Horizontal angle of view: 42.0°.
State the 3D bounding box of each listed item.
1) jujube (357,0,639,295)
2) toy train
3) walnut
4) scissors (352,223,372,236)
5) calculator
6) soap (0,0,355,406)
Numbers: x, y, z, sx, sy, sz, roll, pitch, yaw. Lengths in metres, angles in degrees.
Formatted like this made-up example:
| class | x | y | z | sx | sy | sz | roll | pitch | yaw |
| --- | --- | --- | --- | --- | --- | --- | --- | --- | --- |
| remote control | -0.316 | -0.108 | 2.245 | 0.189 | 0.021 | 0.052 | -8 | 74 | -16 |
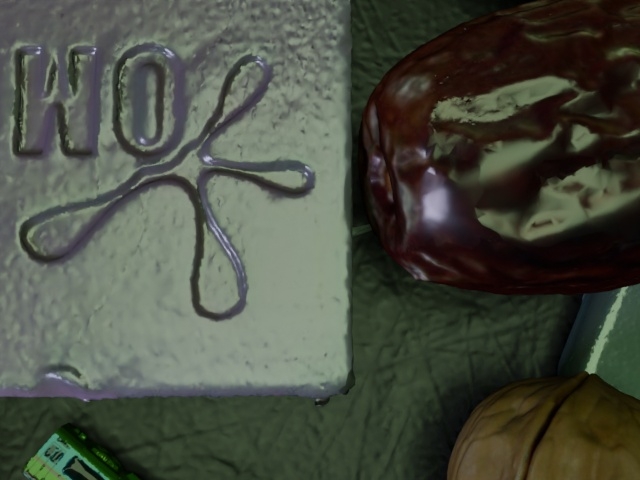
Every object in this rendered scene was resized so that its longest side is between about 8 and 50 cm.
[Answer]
| class | x | y | z | sx | sy | sz | roll | pitch | yaw |
| --- | --- | --- | --- | --- | --- | --- | --- | --- | --- |
| jujube | 0.151 | -0.057 | 0.510 | 0.243 | 0.183 | 0.183 | -9 | 86 | -14 |
| toy train | -0.102 | 0.202 | 0.556 | 0.209 | 0.044 | 0.042 | 40 | 82 | -1 |
| walnut | 0.157 | 0.185 | 0.519 | 0.167 | 0.167 | 0.207 | 4 | 86 | -4 |
| scissors | 0.000 | 0.000 | 0.600 | 0.083 | 0.006 | 0.036 | -16 | 85 | -5 |
| calculator | 0.265 | 0.039 | 0.598 | 0.141 | 0.045 | 0.246 | 23 | 83 | -2 |
| soap | -0.123 | -0.038 | 0.545 | 0.296 | 0.107 | 0.285 | -1 | 87 | -2 |
